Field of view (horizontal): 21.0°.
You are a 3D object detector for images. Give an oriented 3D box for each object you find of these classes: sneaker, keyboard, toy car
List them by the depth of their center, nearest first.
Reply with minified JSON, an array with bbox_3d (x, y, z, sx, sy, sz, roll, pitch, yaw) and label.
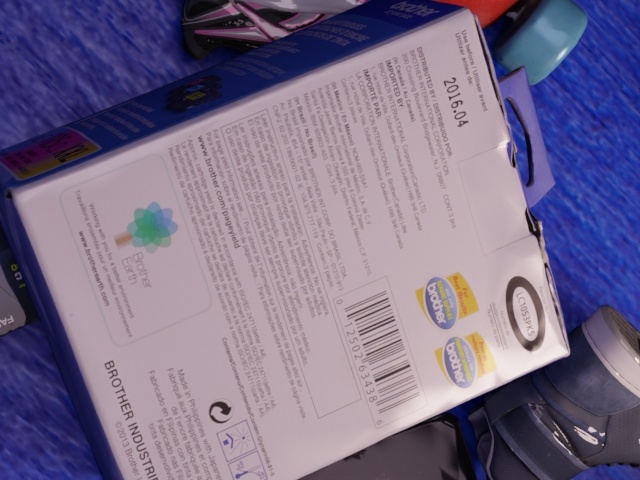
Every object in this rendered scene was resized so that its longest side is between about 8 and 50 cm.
[{"bbox_3d":[0.151,-0.256,1.232,0.219,0.238,0.210,40,79,-9],"label":"toy car"},{"bbox_3d":[-0.021,-0.151,1.283,0.178,0.072,0.077,11,97,-5],"label":"sneaker"},{"bbox_3d":[0.035,0.206,1.294,0.180,0.023,0.108,-17,85,-13],"label":"keyboard"},{"bbox_3d":[0.212,0.156,1.309,0.163,0.086,0.226,-40,127,14],"label":"sneaker"}]

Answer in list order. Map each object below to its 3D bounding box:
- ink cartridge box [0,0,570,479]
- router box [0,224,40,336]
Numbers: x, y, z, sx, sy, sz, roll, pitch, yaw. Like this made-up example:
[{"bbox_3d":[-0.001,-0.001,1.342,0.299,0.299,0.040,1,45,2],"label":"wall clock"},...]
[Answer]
[{"bbox_3d":[0.000,0.000,1.197,0.395,0.151,0.270,-23,110,-13],"label":"ink cartridge box"},{"bbox_3d":[-0.227,0.018,1.232,0.122,0.038,0.092,-25,94,-13],"label":"router box"}]
